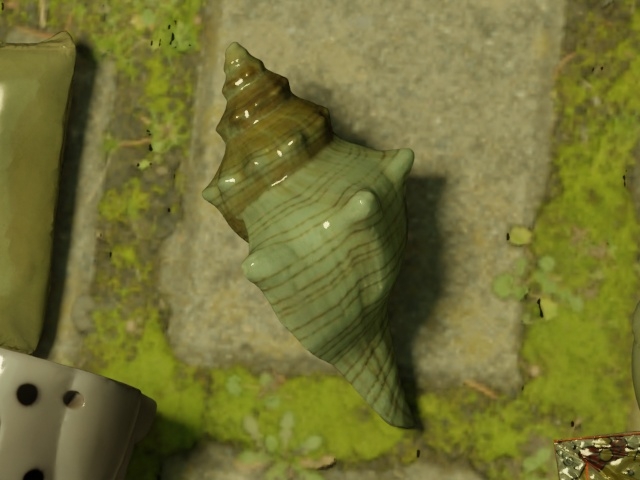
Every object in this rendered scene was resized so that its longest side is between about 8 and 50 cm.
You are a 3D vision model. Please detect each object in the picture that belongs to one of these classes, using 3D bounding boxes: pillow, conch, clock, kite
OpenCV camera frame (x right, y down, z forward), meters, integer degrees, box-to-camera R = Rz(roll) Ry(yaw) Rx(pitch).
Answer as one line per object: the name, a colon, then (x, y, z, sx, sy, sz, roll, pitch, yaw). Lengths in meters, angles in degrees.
pillow: (-0.219, -0.035, 1.268, 0.119, 0.053, 0.208, 5, 88, 16)
conch: (0.003, -0.011, 1.170, 0.114, 0.137, 0.234, -37, 70, 23)
clock: (-0.215, 0.186, 1.178, 0.189, 0.189, 0.254, 11, 85, 14)
kite: (0.232, 0.192, 1.159, 0.244, 0.006, 0.198, 35, 92, 15)

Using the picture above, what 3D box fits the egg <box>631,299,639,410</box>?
egg: (0.290, 0.079, 1.067, 0.253, 0.186, 0.186, 15, 87, 13)
